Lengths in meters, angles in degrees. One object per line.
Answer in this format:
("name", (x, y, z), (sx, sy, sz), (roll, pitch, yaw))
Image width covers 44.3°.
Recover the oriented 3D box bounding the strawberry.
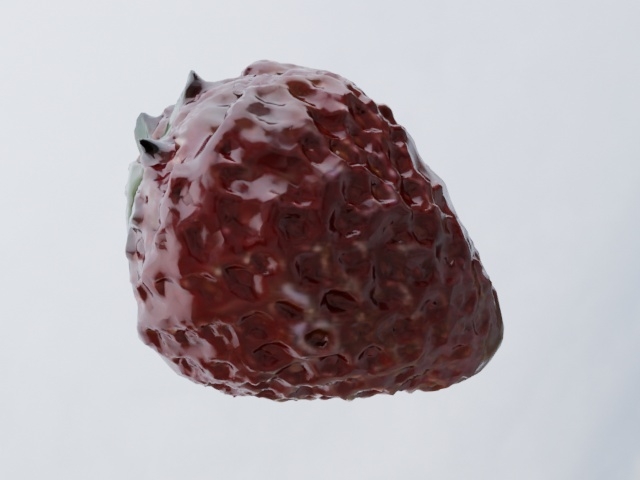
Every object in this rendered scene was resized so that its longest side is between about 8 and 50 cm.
("strawberry", (-0.008, -0.011, 0.646), (0.310, 0.292, 0.292), (-6, -51, -8))
